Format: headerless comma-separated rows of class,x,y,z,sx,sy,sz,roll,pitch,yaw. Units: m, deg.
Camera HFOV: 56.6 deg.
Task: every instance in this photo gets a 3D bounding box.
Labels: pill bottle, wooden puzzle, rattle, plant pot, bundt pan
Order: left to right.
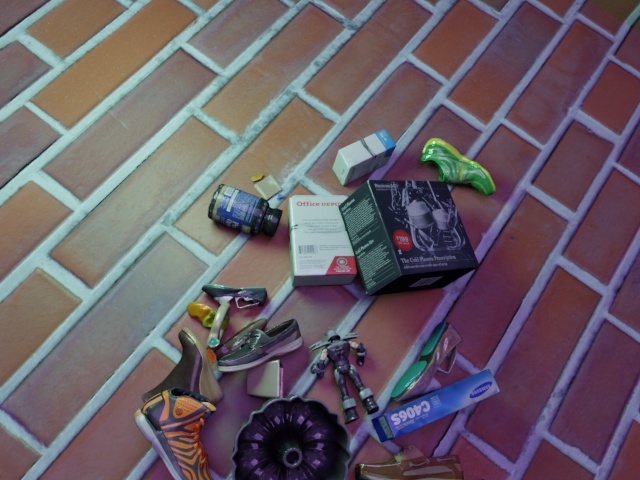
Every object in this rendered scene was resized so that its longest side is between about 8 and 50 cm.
rattle,-0.341,0.255,1.716,0.142,0.130,0.200,30,37,-8
pill bottle,-0.238,-0.090,1.902,0.219,0.123,0.123,20,66,0
plant pot,-0.161,0.411,1.724,0.096,0.109,0.109,-2,68,3
wooden puzzle,-0.178,-0.179,2.009,0.078,0.014,0.116,-30,75,-14
bundt pan,-0.088,0.570,1.617,0.330,0.124,0.331,0,91,-15

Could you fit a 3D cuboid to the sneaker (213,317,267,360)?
sneaker,-0.229,0.308,1.783,0.188,0.066,0.071,-34,95,-16

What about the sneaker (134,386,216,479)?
sneaker,-0.335,0.535,1.590,0.180,0.124,0.321,-36,96,-10

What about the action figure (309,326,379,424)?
action figure,0.069,0.391,1.772,0.185,0.099,0.285,-18,68,-8

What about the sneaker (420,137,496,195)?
sneaker,0.484,-0.241,2.104,0.295,0.109,0.123,35,90,4

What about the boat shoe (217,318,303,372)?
boat shoe,-0.176,0.302,1.723,0.285,0.103,0.092,-15,99,-34

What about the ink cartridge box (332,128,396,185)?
ink cartridge box,0.148,-0.283,2.033,0.190,0.139,0.082,-26,75,-18

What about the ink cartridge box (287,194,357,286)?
ink cartridge box,0.000,0.000,1.907,0.197,0.114,0.273,-1,68,-9

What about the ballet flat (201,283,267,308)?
ballet flat,-0.264,0.174,1.820,0.203,0.074,0.074,4,67,-10

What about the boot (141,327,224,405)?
boot,-0.413,0.393,1.692,0.207,0.090,0.248,-24,77,-19

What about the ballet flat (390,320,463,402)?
ballet flat,0.339,0.390,1.811,0.106,0.107,0.316,43,68,-5

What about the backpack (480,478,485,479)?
backpack,0.485,0.756,1.682,0.114,0.105,0.084,40,90,7

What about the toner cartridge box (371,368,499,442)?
toner cartridge box,0.333,0.483,1.734,0.347,0.165,0.075,-19,73,-15

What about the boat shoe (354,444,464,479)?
boat shoe,0.255,0.649,1.688,0.324,0.122,0.120,10,61,-14

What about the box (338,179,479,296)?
box,0.274,-0.014,1.860,0.343,0.179,0.312,-3,66,-36
